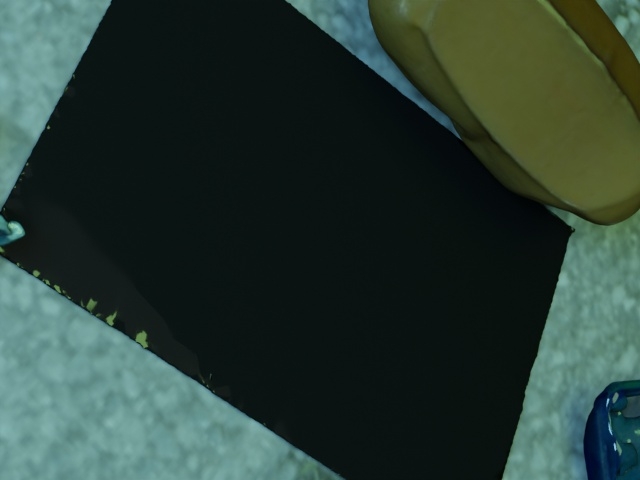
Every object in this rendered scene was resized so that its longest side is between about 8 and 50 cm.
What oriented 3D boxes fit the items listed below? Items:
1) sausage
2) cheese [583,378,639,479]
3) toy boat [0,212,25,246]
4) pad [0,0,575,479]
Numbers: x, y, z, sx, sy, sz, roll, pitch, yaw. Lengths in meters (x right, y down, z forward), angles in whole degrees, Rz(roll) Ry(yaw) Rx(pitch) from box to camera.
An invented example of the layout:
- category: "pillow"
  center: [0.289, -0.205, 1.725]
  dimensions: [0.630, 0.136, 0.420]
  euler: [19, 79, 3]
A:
- category: "sausage"
  center: [0.127, -0.111, 0.998]
  dimensions: [0.241, 0.120, 0.136]
  euler: [45, 13, -22]
- category: "cheese"
  center: [0.327, 0.133, 1.088]
  dimensions: [0.329, 0.129, 0.216]
  euler: [-6, 86, -26]
- category: "toy boat"
  center: [-0.194, -0.054, 0.780]
  dimensions: [0.061, 0.060, 0.137]
  euler: [-32, 95, -16]
- category: "pad"
  center: [0.000, 0.000, 0.949]
  dimensions: [0.368, 0.007, 0.247]
  euler: [35, 60, -25]
